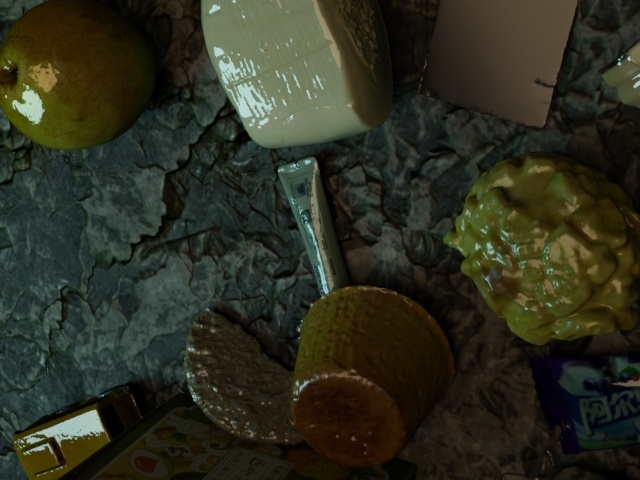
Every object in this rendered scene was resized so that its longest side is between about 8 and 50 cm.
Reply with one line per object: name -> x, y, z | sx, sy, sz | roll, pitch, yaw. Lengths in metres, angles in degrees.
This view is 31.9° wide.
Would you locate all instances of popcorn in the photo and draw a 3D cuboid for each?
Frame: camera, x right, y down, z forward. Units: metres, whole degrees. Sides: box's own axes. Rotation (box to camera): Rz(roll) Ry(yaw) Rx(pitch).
popcorn -> 0.256, 0.015, 1.265 | 0.217, 0.181, 0.235 | -35, 83, 31

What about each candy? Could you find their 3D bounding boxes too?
candy -> 0.389, 0.179, 1.315 | 0.275, 0.070, 0.145 | -13, 107, 26

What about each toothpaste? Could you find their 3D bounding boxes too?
toothpaste -> 0.000, 0.000, 1.467 | 0.064, 0.041, 0.218 | -15, 94, 34

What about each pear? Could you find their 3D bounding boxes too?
pear -> -0.329, -0.215, 1.470 | 0.209, 0.209, 0.209 | 7, 107, 24

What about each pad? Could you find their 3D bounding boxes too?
pad -> 0.215, -0.265, 1.306 | 0.163, 0.004, 0.243 | 20, 112, 20

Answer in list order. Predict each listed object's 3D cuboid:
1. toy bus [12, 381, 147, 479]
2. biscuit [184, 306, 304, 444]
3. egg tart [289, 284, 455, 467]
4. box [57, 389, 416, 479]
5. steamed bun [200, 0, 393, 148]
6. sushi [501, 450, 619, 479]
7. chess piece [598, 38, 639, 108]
toy bus -> -0.360, 0.296, 1.677 | 0.201, 0.114, 0.098 | -23, 93, 29
biscuit -> -0.096, 0.204, 1.523 | 0.250, 0.133, 0.032 | 35, 148, 12
egg tart -> 0.054, 0.173, 1.410 | 0.215, 0.171, 0.215 | 9, 122, 15
box -> -0.121, 0.367, 1.412 | 0.373, 0.420, 0.138 | 16, 112, 19
steamed bun -> -0.025, -0.241, 1.342 | 0.200, 0.155, 0.250 | -9, 107, 31
sushi -> 0.344, 0.364, 1.367 | 0.273, 0.134, 0.109 | 17, 139, 13
chess piece -> 0.447, -0.105, 1.186 | 0.139, 0.124, 0.307 | -38, 90, -3
